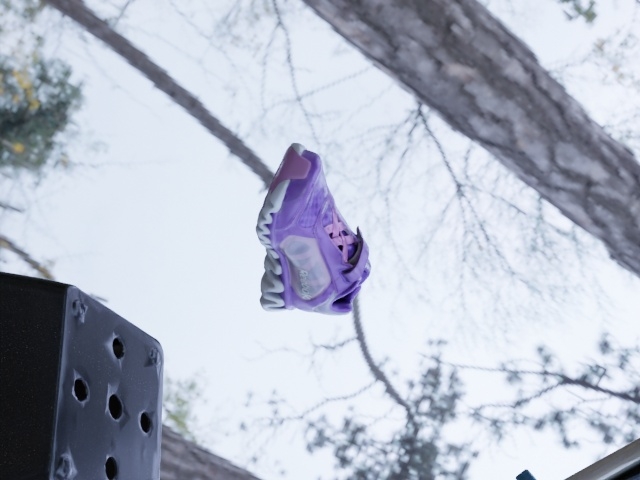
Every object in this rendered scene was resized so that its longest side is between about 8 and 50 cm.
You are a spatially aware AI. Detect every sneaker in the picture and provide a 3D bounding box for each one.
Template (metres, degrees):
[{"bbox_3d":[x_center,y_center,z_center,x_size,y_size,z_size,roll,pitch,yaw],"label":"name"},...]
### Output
[{"bbox_3d":[0.000,0.000,0.998,0.236,0.105,0.095,90,22,-57],"label":"sneaker"}]

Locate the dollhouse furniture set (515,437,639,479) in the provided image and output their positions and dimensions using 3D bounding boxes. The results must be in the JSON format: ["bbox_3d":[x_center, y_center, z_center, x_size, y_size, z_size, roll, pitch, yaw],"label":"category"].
[{"bbox_3d":[0.166,0.269,0.658,0.198,0.286,0.303,51,-44,29],"label":"dollhouse furniture set"}]

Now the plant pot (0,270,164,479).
[{"bbox_3d":[-0.205,0.120,0.685,0.167,0.188,0.187,-10,-117,17],"label":"plant pot"}]
